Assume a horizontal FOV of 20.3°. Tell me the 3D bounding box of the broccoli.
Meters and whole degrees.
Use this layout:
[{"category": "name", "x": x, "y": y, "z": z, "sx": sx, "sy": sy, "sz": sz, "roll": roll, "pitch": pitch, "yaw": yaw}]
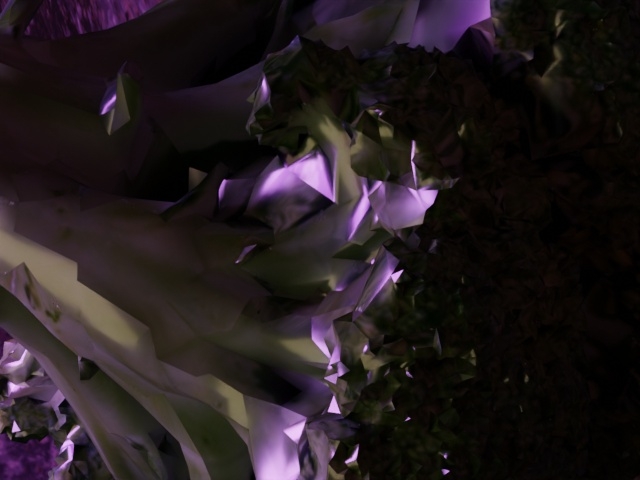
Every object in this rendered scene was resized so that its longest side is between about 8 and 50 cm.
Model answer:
[{"category": "broccoli", "x": -0.004, "y": 0.005, "z": 0.715, "sx": 0.321, "sy": 0.310, "sz": 0.413, "roll": 81, "pitch": -179, "yaw": -50}]
